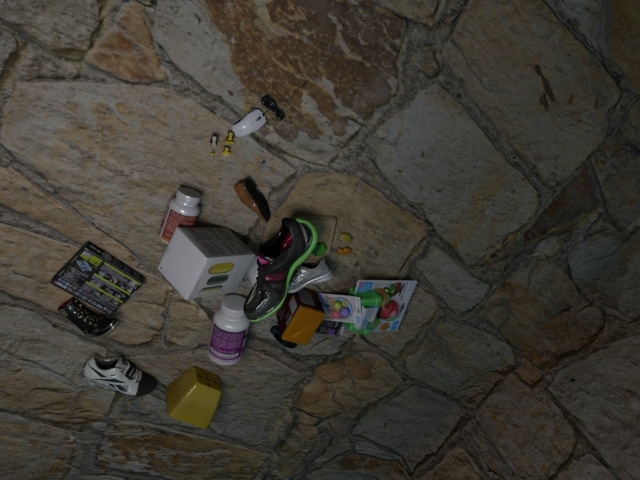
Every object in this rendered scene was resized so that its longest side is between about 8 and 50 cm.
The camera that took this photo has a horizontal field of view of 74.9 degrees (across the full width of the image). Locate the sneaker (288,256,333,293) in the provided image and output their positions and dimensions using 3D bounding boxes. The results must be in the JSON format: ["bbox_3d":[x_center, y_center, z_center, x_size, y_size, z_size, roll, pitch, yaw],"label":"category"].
[{"bbox_3d":[-0.090,0.151,1.893,0.282,0.105,0.115,-20,113,-2],"label":"sneaker"}]

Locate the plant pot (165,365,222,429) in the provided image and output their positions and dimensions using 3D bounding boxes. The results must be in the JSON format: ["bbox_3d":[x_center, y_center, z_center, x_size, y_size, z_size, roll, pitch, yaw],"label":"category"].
[{"bbox_3d":[-0.601,0.744,2.028,0.212,0.212,0.187,34,92,-29],"label":"plant pot"}]

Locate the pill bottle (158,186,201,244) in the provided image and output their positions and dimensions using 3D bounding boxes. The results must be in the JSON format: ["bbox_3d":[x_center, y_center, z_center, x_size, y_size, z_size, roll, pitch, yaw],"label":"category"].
[{"bbox_3d":[-0.539,-0.092,1.616,0.121,0.121,0.216,18,113,-24],"label":"pill bottle"}]

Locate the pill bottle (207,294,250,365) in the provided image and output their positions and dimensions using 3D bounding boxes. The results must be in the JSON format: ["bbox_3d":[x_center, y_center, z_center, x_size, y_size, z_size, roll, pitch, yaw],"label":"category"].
[{"bbox_3d":[-0.411,0.404,1.901,0.170,0.169,0.301,7,117,-19],"label":"pill bottle"}]

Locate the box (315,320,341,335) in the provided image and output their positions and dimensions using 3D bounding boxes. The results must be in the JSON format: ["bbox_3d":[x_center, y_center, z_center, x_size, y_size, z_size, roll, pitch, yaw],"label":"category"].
[{"bbox_3d":[0.026,0.420,2.114,0.162,0.029,0.115,14,113,-21],"label":"box"}]

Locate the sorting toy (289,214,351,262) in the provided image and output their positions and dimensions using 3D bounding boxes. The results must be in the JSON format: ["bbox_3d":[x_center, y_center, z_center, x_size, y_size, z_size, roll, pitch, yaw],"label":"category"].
[{"bbox_3d":[0.000,0.000,1.865,0.308,0.041,0.228,0,118,-16],"label":"sorting toy"}]

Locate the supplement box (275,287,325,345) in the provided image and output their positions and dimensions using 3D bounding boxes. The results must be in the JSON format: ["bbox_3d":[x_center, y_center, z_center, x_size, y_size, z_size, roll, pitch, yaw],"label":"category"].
[{"bbox_3d":[-0.097,0.341,1.938,0.129,0.194,0.191,21,111,-25],"label":"supplement box"}]

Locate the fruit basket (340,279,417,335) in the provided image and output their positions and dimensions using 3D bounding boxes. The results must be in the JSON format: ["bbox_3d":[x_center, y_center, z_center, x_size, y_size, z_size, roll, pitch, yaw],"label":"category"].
[{"bbox_3d":[0.294,0.340,2.069,0.354,0.165,0.326,6,116,-22],"label":"fruit basket"}]

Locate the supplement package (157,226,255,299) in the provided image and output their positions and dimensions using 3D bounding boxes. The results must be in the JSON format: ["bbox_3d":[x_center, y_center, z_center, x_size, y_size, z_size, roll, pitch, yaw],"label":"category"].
[{"bbox_3d":[-0.440,0.081,1.629,0.263,0.198,0.199,-2,127,-59],"label":"supplement package"}]

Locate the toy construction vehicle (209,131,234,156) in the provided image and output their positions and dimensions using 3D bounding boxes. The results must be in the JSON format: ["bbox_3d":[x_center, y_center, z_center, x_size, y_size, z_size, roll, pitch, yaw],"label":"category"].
[{"bbox_3d":[-0.372,-0.365,1.567,0.086,0.035,0.098,-4,122,-26],"label":"toy construction vehicle"}]

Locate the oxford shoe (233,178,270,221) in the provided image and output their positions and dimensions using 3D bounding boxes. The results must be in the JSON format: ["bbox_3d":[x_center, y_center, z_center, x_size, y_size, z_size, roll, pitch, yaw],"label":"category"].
[{"bbox_3d":[-0.275,-0.157,1.698,0.076,0.076,0.212,-12,129,27],"label":"oxford shoe"}]

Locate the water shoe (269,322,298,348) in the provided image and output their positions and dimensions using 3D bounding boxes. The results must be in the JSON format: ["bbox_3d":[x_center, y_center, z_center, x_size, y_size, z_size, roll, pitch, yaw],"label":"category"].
[{"bbox_3d":[-0.182,0.491,2.065,0.073,0.080,0.203,-38,121,7],"label":"water shoe"}]

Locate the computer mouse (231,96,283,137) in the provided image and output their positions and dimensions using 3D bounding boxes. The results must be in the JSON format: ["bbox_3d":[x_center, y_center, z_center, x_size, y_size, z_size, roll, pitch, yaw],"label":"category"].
[{"bbox_3d":[-0.240,-0.444,1.550,0.193,0.042,0.106,-34,123,4],"label":"computer mouse"}]

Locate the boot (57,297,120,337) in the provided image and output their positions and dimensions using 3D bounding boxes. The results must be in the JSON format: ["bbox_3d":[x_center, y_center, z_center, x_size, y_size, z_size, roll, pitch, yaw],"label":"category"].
[{"bbox_3d":[-0.950,0.314,1.706,0.237,0.085,0.178,-13,125,33],"label":"boot"}]

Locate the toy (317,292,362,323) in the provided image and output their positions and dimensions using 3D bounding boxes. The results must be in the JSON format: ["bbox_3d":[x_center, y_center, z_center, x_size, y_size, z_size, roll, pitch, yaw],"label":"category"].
[{"bbox_3d":[0.072,0.327,1.970,0.238,0.056,0.136,3,106,30],"label":"toy"}]

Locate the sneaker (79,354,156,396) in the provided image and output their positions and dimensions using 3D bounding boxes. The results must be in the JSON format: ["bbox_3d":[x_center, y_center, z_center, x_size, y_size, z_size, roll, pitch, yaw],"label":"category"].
[{"bbox_3d":[-0.901,0.609,1.905,0.331,0.122,0.146,23,112,-26],"label":"sneaker"}]

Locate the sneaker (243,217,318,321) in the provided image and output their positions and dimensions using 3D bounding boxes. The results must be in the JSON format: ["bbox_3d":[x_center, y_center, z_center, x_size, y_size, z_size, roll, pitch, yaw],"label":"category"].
[{"bbox_3d":[-0.204,0.107,1.719,0.202,0.185,0.482,24,97,-42],"label":"sneaker"}]

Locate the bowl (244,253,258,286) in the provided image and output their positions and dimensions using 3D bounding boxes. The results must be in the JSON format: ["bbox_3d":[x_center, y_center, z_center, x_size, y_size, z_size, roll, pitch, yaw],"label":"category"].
[{"bbox_3d":[-0.274,0.123,1.851,0.142,0.053,0.141,-24,122,-1],"label":"bowl"}]

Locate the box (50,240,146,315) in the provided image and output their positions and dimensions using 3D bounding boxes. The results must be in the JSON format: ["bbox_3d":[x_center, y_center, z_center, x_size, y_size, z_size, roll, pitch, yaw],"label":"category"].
[{"bbox_3d":[-0.894,0.160,1.694,0.216,0.060,0.270,-43,121,9],"label":"box"}]
